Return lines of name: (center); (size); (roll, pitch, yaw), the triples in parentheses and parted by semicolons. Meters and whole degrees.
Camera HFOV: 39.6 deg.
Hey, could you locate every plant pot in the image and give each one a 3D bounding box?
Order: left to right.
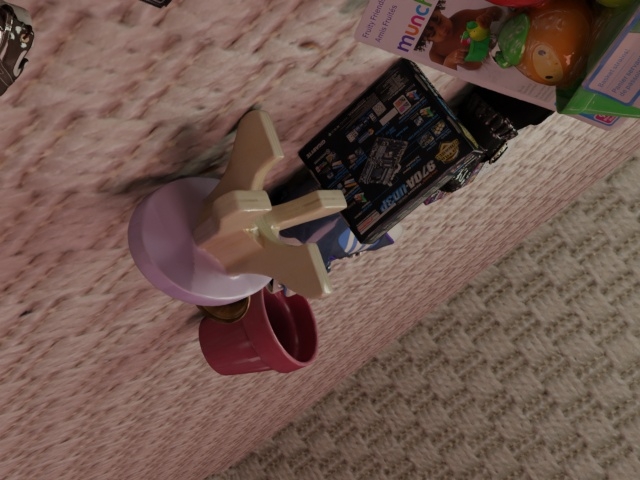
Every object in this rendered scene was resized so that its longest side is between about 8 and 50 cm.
plant pot: (-0.129, 0.176, 1.737); (0.180, 0.201, 0.201); (-24, 169, 24)

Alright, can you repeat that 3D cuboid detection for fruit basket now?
fruit basket: (0.251, -0.271, 0.951); (0.353, 0.165, 0.327); (15, 139, -13)

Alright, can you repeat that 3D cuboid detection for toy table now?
toy table: (-0.094, -0.021, 1.149); (0.160, 0.252, 0.274); (-25, -178, 31)

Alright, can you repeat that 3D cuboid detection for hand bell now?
hand bell: (-0.112, 0.039, 1.556); (0.126, 0.126, 0.242); (-46, 174, 35)

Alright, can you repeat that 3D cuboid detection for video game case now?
video game case: (0.316, -0.178, 1.818); (0.210, 0.042, 0.232); (-28, 163, -20)

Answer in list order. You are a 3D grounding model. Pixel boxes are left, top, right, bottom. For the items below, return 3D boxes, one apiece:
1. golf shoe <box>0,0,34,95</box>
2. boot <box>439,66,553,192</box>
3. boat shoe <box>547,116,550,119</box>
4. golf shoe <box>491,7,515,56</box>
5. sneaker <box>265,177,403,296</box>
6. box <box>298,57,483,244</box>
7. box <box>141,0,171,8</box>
golf shoe: (-0.265, -0.169, 0.666); (0.094, 0.077, 0.198); (-39, 174, -24)
boot: (0.282, -0.212, 1.492); (0.260, 0.131, 0.348); (-33, 165, -4)
boat shoe: (0.455, -0.270, 1.846); (0.100, 0.035, 0.035); (-12, 156, -39)
golf shoe: (0.285, -0.343, 1.080); (0.306, 0.115, 0.140); (-36, 127, 27)
sneaker: (0.000, 0.000, 1.517); (0.236, 0.130, 0.323); (-43, 159, 5)
box: (0.098, -0.127, 1.295); (0.220, 0.175, 0.051); (-41, 163, 21)
box: (-0.124, -0.273, 0.670); (0.184, 0.045, 0.190); (-39, 164, 20)
